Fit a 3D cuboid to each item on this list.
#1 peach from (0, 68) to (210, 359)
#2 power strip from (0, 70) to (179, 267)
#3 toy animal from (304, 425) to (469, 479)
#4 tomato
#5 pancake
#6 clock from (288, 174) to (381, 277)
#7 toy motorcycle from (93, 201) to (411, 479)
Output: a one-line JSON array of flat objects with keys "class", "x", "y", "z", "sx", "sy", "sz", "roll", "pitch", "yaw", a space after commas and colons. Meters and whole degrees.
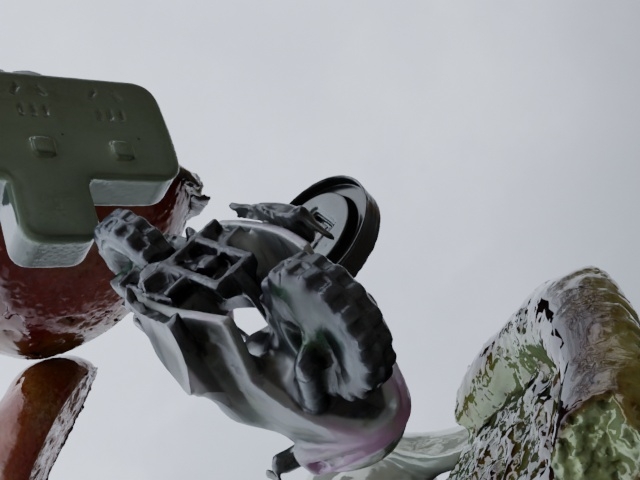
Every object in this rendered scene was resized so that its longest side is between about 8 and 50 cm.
[{"class": "peach", "x": -0.346, "y": -0.033, "z": 1.363, "sx": 0.339, "sy": 0.416, "sz": 0.353, "roll": 29, "pitch": -146, "yaw": -19}, {"class": "power strip", "x": -0.251, "y": -0.066, "z": 0.924, "sx": 0.265, "sy": 0.059, "sz": 0.193, "roll": 0, "pitch": -126, "yaw": -34}, {"class": "toy animal", "x": 0.109, "y": 0.316, "z": 1.098, "sx": 0.174, "sy": 0.289, "sz": 0.249, "roll": 56, "pitch": -153, "yaw": -46}, {"class": "tomato", "x": -0.397, "y": 0.258, "z": 1.430, "sx": 0.237, "sy": 0.095, "sz": 0.236, "roll": 25, "pitch": -90, "yaw": -89}, {"class": "pancake", "x": 0.150, "y": 0.156, "z": 0.829, "sx": 0.427, "sy": 0.067, "sz": 0.304, "roll": -79, "pitch": 13, "yaw": -79}, {"class": "clock", "x": 0.000, "y": 0.000, "z": 1.369, "sx": 0.040, "sy": 0.185, "sz": 0.184, "roll": 39, "pitch": -119, "yaw": -34}, {"class": "toy motorcycle", "x": -0.050, "y": 0.071, "z": 0.769, "sx": 0.143, "sy": 0.327, "sz": 0.188, "roll": -44, "pitch": -57, "yaw": -25}]
